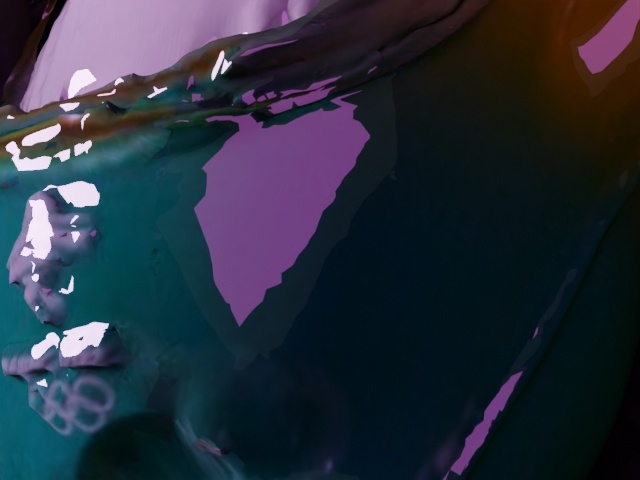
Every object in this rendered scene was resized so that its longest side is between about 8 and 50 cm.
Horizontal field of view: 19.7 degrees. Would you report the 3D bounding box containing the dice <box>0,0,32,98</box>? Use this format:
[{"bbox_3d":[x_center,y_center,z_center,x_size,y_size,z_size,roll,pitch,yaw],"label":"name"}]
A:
[{"bbox_3d":[-0.238,-0.065,0.702,0.194,0.193,0.192,17,70,23],"label":"dice"}]

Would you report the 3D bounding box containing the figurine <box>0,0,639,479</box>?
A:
[{"bbox_3d":[0.000,0.000,0.589,0.324,0.231,0.340,-9,52,42],"label":"figurine"}]
